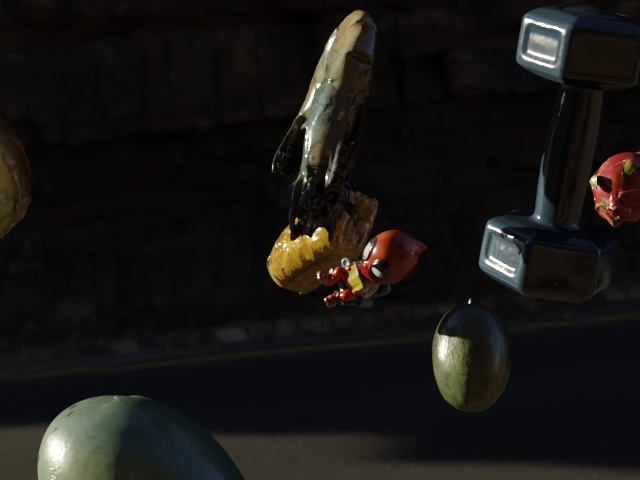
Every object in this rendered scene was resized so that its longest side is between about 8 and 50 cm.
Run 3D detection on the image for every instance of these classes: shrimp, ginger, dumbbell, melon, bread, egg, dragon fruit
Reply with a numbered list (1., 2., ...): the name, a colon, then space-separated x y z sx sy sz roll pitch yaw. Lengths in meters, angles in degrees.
1. shrimp: -0.003 -0.129 1.550 0.075 0.289 0.178 11 -11 -18
2. ginger: -0.415 -0.118 1.479 0.130 0.276 0.221 -41 -15 -12
3. dumbbell: 0.278 -0.097 1.487 0.144 0.325 0.160 15 17 25
4. melon: 0.215 0.162 1.901 0.114 0.167 0.114 0 -24 0
5. bread: 0.000 0.000 1.872 0.083 0.114 0.211 33 -30 -14
6. egg: -0.162 0.244 1.253 0.169 0.236 0.169 -46 -7 -8
7. dragon fruit: 0.378 -0.070 1.616 0.116 0.081 0.086 -43 -8 -15

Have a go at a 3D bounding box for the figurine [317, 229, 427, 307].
1. figurine: 0.070 0.036 1.675 0.140 0.068 0.075 -30 -21 31
